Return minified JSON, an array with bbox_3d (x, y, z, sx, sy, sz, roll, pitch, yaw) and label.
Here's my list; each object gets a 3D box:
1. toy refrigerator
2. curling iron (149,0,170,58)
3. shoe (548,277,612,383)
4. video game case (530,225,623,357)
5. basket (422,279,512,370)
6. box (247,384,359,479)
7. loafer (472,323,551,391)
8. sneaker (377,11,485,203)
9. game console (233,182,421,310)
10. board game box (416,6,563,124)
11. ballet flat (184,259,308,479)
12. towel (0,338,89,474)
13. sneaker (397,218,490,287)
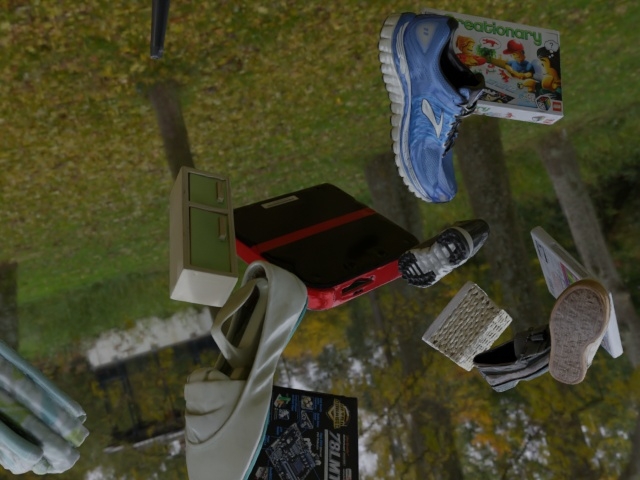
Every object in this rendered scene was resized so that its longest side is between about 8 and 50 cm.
[{"bbox_3d":[-0.221,-0.015,1.368,0.102,0.269,0.094,12,132,-22],"label":"toy refrigerator"},{"bbox_3d":[-0.242,-0.406,1.073,0.068,0.274,0.035,-4,-170,-35],"label":"curling iron"},{"bbox_3d":[0.368,0.121,1.048,0.077,0.219,0.058,21,-128,23],"label":"shoe"},{"bbox_3d":[0.440,0.088,1.255,0.023,0.183,0.201,-34,136,0],"label":"video game case"},{"bbox_3d":[0.321,0.189,1.588,0.167,0.103,0.113,-50,147,3],"label":"basket"},{"bbox_3d":[-0.078,0.404,1.307,0.293,0.295,0.073,10,141,-12],"label":"box"},{"bbox_3d":[0.395,0.223,1.445,0.096,0.084,0.267,-52,180,-38],"label":"loafer"},{"bbox_3d":[0.192,-0.204,1.182,0.147,0.330,0.129,0,-145,23],"label":"sneaker"},{"bbox_3d":[0.000,0.000,1.592,0.342,0.060,0.387,34,-144,33],"label":"game console"},{"bbox_3d":[0.337,-0.348,1.472,0.305,0.193,0.053,5,166,-14],"label":"board game box"},{"bbox_3d":[-0.134,0.196,1.119,0.139,0.139,0.400,-21,-143,43],"label":"ballet flat"},{"bbox_3d":[-0.434,0.119,0.793,0.090,0.374,0.320,-53,-166,-29],"label":"towel"},{"bbox_3d":[0.229,0.020,1.335,0.106,0.078,0.234,-28,173,-30],"label":"sneaker"}]
